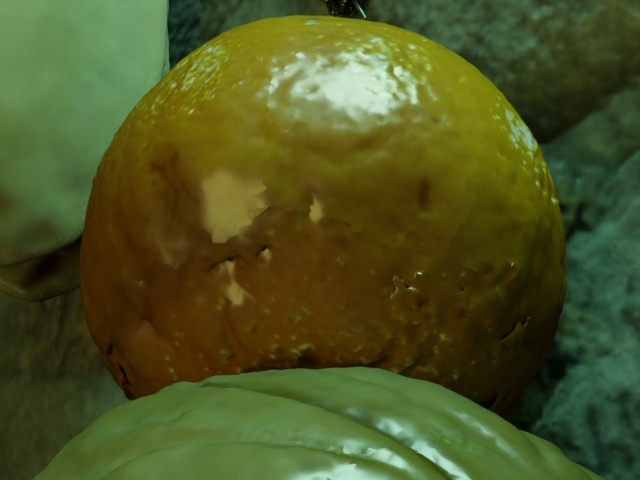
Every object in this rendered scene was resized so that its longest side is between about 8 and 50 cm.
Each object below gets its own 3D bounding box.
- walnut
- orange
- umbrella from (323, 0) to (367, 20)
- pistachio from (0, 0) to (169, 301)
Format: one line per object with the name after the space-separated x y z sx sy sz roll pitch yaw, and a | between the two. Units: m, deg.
-0.008 0.186 0.654 0.277 0.252 0.313 39 136 -5 | walnut
0.000 0.000 0.768 0.193 0.193 0.161 -30 36 37 | orange
0.002 -0.129 0.894 0.031 0.020 0.083 -50 48 25 | umbrella
-0.174 -0.124 0.953 0.193 0.213 0.318 102 148 -73 | pistachio
